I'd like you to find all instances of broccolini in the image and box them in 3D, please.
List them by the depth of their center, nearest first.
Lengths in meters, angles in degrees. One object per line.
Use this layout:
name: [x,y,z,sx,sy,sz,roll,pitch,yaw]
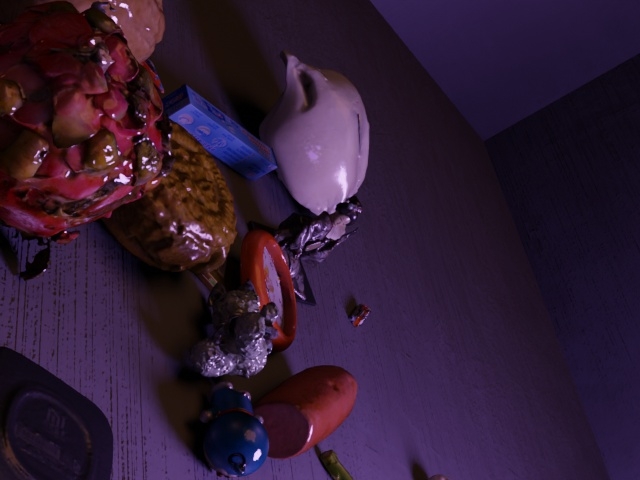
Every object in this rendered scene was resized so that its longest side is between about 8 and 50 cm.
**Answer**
broccolini: [0.078,0.425,1.574,0.216,0.058,0.067,59,23,-2]

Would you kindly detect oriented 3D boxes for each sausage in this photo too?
sausage: [-0.018,0.255,1.495,0.113,0.113,0.259,62,21,5]

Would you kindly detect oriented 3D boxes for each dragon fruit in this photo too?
dragon fruit: [-0.302,-0.131,1.088,0.250,0.269,0.291,54,-8,-1]

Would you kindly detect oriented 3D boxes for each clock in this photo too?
clock: [-0.088,0.082,1.601,0.205,0.051,0.205,-13,90,-79]

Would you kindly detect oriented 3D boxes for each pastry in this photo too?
pastry: [-0.212,-0.064,1.408,0.235,0.132,0.240,42,29,-24]

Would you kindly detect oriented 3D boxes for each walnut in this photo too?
walnut: [-0.336,-0.346,1.395,0.224,0.257,0.257,33,10,22]

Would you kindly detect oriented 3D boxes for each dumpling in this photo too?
dumpling: [0.009,-0.202,2.023,0.315,0.233,0.395,-28,103,-73]

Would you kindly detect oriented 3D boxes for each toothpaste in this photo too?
toothpaste: [-0.181,-0.191,1.766,0.272,0.066,0.053,34,33,-52]

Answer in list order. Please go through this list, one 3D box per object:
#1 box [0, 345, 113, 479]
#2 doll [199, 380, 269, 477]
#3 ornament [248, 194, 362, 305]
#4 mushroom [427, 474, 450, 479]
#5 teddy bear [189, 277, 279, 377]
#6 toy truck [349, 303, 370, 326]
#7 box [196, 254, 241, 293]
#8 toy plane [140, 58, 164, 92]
box: [-0.290,0.218,0.999,0.212,0.042,0.201,46,23,-36]
doll: [-0.116,0.258,1.311,0.114,0.085,0.152,30,23,-30]
ornament: [0.000,0.000,1.761,0.166,0.196,0.153,18,45,-60]
mushroom: [0.235,0.484,1.853,0.083,0.067,0.083,40,32,-32]
teddy bear: [-0.114,0.137,1.413,0.111,0.133,0.213,63,6,-18]
toy truck: [0.081,0.152,1.996,0.032,0.024,0.083,32,22,7]
box: [-0.166,0.045,1.553,0.133,0.023,0.090,50,21,-26]
toy plane: [-0.324,-0.318,1.610,0.189,0.061,0.130,60,19,-14]
